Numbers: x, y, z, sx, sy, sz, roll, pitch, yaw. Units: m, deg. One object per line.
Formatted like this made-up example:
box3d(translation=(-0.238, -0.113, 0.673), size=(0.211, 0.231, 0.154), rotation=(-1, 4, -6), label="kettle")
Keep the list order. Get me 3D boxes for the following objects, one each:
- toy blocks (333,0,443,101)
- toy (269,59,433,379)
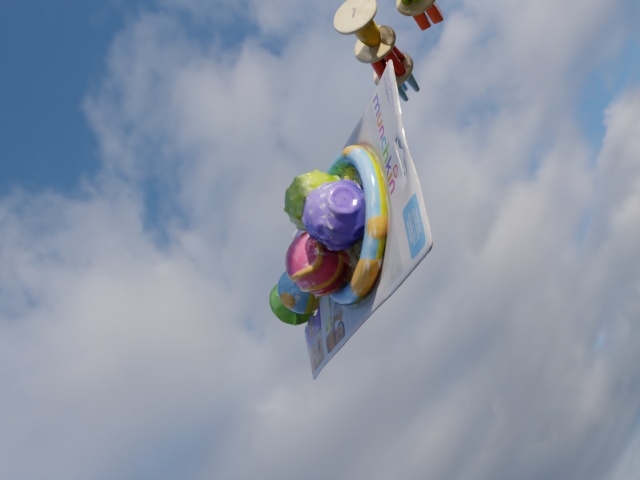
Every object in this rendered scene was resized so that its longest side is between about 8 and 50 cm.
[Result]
box3d(translation=(0.096, -0.239, 0.823), size=(0.123, 0.054, 0.148), rotation=(-48, -41, 1), label="toy blocks")
box3d(translation=(0.000, 0.000, 0.515), size=(0.056, 0.137, 0.237), rotation=(-1, -28, -16), label="toy")
